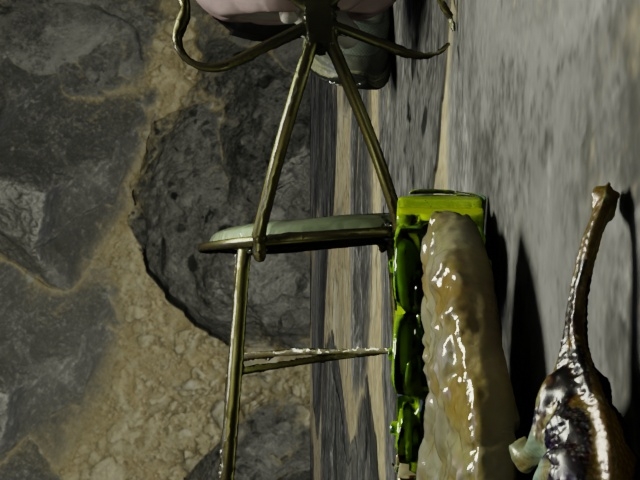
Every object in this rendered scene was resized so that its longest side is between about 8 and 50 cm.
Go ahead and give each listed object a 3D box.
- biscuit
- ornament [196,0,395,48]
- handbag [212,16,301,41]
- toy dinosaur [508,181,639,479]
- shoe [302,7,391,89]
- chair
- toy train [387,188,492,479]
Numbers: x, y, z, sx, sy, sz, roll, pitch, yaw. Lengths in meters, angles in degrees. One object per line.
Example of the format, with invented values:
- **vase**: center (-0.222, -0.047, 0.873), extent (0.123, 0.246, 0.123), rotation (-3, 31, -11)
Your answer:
- **biscuit**: center (0.065, 0.143, 0.636), extent (0.141, 0.038, 0.290), rotation (-101, 10, -73)
- **ornament**: center (-0.016, -0.212, 1.041), extent (0.177, 0.177, 0.178), rotation (-179, 90, -87)
- **handbag**: center (-0.034, -0.275, 1.473), extent (0.215, 0.169, 0.155), rotation (-112, 7, -80)
- **toy dinosaur**: center (0.076, 0.071, 0.448), extent (0.058, 0.037, 0.180), rotation (86, -176, -64)
- **shoe**: center (0.025, -0.197, 1.253), extent (0.194, 0.074, 0.077), rotation (-89, 7, -54)
- **chair**: center (0.000, 0.000, 0.908), extent (0.170, 0.159, 0.326), rotation (169, 98, -86)
- **toy train**: center (0.055, 0.104, 0.744), extent (0.085, 0.053, 0.250), rotation (-72, -16, -72)
